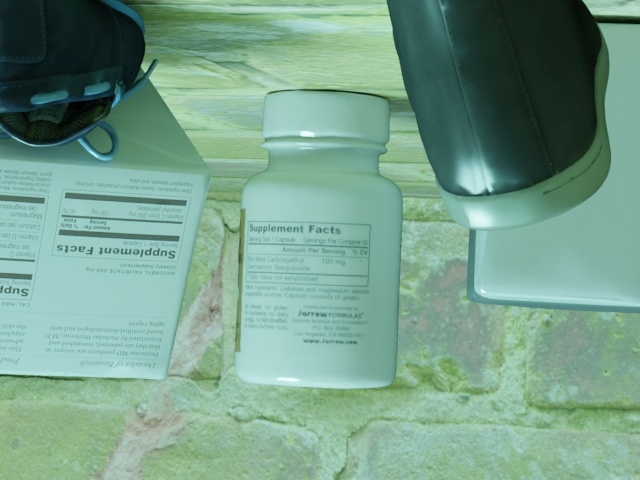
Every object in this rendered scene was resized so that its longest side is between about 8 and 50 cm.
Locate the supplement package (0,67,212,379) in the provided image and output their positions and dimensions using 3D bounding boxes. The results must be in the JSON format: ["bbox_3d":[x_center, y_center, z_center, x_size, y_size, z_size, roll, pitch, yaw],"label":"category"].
[{"bbox_3d":[-0.229,-0.028,1.032,0.261,0.145,0.204,4,-155,-23],"label":"supplement package"}]

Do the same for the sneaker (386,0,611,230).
[{"bbox_3d":[0.062,-0.104,0.647,0.083,0.118,0.222,-16,-155,6],"label":"sneaker"}]

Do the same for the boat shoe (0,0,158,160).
[{"bbox_3d":[-0.157,-0.092,0.907,0.109,0.089,0.258,3,179,9],"label":"boat shoe"}]

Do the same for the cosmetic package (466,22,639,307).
[{"bbox_3d":[0.215,-0.031,1.133,0.230,0.162,0.453,3,178,4],"label":"cosmetic package"}]

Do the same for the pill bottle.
[{"bbox_3d":[0.000,0.000,1.355,0.131,0.229,0.131,3,178,0],"label":"pill bottle"}]
